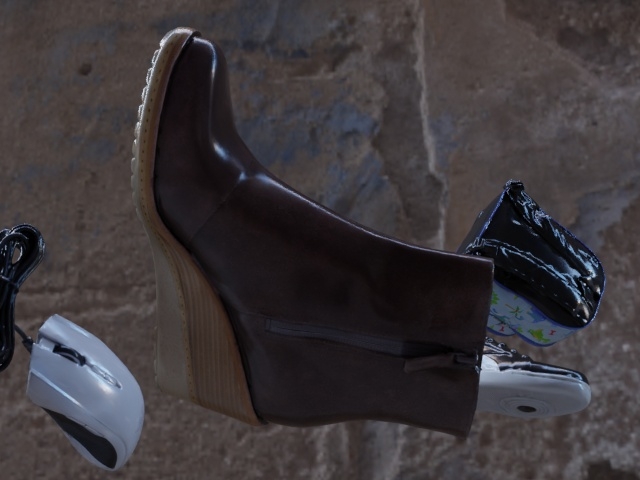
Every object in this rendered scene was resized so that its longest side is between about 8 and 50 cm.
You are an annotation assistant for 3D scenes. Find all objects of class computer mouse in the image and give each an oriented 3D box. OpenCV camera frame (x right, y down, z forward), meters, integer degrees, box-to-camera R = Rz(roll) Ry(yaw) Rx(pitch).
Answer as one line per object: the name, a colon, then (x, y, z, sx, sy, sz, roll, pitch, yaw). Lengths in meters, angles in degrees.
computer mouse: (-0.168, 0.086, 0.656, 0.042, 0.106, 0.193, -15, -48, 20)

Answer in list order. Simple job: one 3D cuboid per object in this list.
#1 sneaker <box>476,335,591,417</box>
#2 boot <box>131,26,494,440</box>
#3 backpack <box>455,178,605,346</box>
sneaker: (0.162, 0.104, 0.943, 0.217, 0.121, 0.079, -4, -34, 33)
boot: (0.000, 0.000, 0.572, 0.207, 0.090, 0.248, 4, -70, 11)
backpack: (0.166, 0.029, 0.776, 0.114, 0.105, 0.084, 36, -36, -1)
